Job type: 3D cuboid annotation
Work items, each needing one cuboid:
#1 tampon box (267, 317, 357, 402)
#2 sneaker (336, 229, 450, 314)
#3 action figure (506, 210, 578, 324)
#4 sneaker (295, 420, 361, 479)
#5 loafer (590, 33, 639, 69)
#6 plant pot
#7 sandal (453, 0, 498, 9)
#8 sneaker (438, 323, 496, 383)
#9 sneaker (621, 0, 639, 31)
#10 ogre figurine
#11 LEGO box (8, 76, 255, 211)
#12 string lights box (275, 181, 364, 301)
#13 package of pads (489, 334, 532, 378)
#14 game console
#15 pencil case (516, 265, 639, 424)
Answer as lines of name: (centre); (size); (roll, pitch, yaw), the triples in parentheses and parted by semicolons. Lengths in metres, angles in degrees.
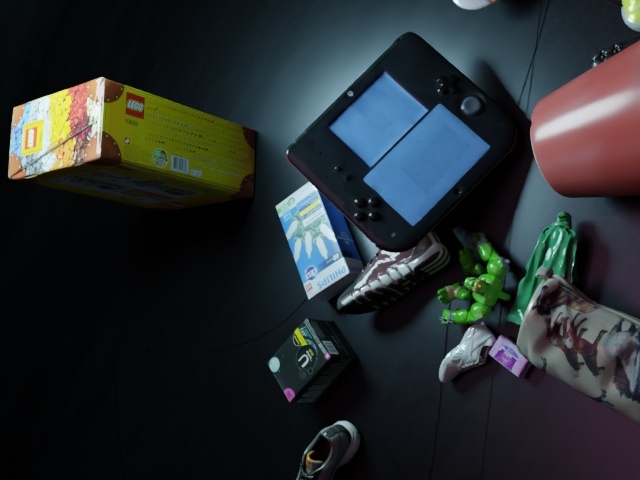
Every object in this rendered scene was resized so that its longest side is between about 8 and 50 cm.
tampon box: (-0.021, 0.278, 1.841); (0.161, 0.101, 0.120); (-50, 54, 21)
sneaker: (0.143, 0.042, 1.764); (0.281, 0.106, 0.163); (-31, 58, 20)
action figure: (0.444, 0.058, 1.524); (0.137, 0.063, 0.232); (16, 96, 42)
sneaker: (-0.016, 0.523, 1.789); (0.100, 0.108, 0.272); (34, 105, 36)
loafer: (0.608, -0.346, 1.454); (0.223, 0.078, 0.076); (-15, 76, 41)
plant pot: (0.524, -0.195, 1.397); (0.243, 0.274, 0.275); (-15, 72, 47)
sandal: (0.401, -0.565, 1.680); (0.265, 0.076, 0.102); (-32, 76, 8)
sneaker: (0.297, 0.238, 1.619); (0.061, 0.053, 0.152); (46, 110, 32)
sneaker: (0.637, -0.569, 1.430); (0.145, 0.147, 0.385); (28, 101, 37)
ogre figurine: (0.317, 0.088, 1.609); (0.197, 0.097, 0.118); (-53, 34, -10)
LEGO box: (-0.469, -0.223, 2.048); (0.372, 0.500, 0.193); (-6, 79, 38)
string lights box: (0.000, 0.000, 1.893); (0.133, 0.076, 0.260); (-35, 62, 28)
package of pads: (0.378, 0.229, 1.568); (0.083, 0.032, 0.050); (39, 105, 37)
game console: (0.171, -0.200, 1.650); (0.386, 0.060, 0.342); (-45, 81, -4)
pencil case: (0.522, 0.198, 1.332); (0.410, 0.160, 0.184); (28, 107, 29)
